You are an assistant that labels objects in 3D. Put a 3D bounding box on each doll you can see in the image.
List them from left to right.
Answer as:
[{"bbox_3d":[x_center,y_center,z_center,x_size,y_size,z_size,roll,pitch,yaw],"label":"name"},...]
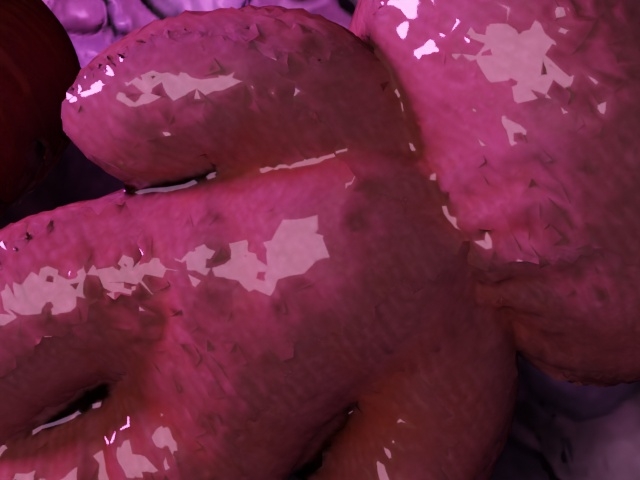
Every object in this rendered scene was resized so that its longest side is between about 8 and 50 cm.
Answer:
[{"bbox_3d":[0.000,0.000,0.477,0.303,0.156,0.201,-26,107,6],"label":"doll"}]

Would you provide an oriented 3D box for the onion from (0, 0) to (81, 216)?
[{"bbox_3d":[-0.206,-0.033,0.532,0.230,0.230,0.163,-39,111,14],"label":"onion"}]
